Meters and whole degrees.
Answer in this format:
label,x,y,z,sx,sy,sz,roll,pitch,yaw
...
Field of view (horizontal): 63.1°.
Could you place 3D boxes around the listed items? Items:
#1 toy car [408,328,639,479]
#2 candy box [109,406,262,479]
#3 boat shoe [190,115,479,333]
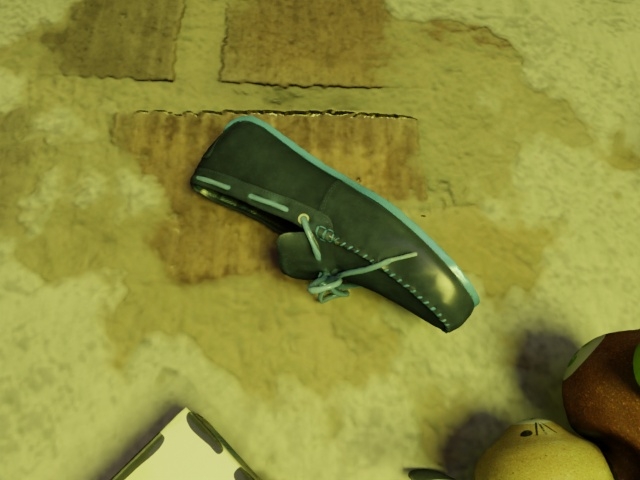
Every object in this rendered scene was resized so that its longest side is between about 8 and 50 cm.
label,x,y,z,sx,sy,sz,roll,pitch,yaw
toy car,0.150,0.140,0.337,0.188,0.155,0.148,-9,66,6
candy box,-0.058,0.243,0.311,0.233,0.071,0.159,43,71,14
boat shoe,0.000,0.000,0.421,0.258,0.109,0.089,35,75,29
